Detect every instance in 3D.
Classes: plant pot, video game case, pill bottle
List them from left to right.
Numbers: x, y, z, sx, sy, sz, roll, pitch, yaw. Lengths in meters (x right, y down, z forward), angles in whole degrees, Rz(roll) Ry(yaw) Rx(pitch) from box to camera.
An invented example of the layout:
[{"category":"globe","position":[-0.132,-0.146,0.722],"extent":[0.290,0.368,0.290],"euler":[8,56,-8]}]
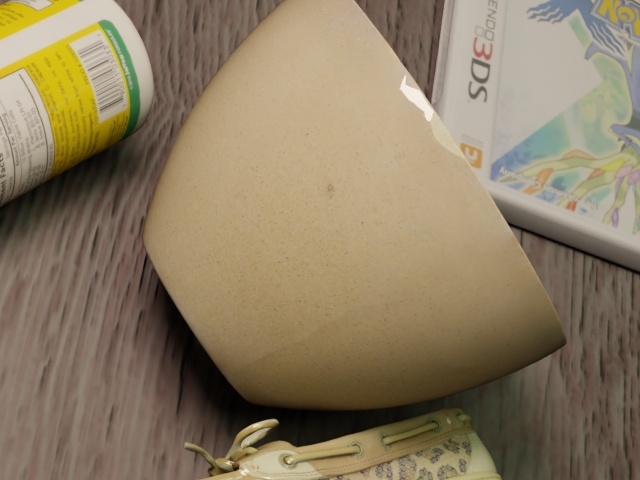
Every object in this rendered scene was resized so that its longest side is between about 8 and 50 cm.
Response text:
[{"category":"pill bottle","position":[-0.219,-0.080,1.011],"extent":[0.208,0.117,0.117],"euler":[-34,82,-36]},{"category":"plant pot","position":[0.000,0.000,1.013],"extent":[0.191,0.284,0.284],"euler":[-34,80,1]},{"category":"video game case","position":[0.249,-0.116,1.315],"extent":[0.329,0.036,0.300],"euler":[20,57,-16]}]

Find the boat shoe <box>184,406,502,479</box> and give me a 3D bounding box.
[{"category":"boat shoe","position":[-0.007,0.161,1.002],"extent":[0.285,0.104,0.089],"euler":[1,58,-37]}]
